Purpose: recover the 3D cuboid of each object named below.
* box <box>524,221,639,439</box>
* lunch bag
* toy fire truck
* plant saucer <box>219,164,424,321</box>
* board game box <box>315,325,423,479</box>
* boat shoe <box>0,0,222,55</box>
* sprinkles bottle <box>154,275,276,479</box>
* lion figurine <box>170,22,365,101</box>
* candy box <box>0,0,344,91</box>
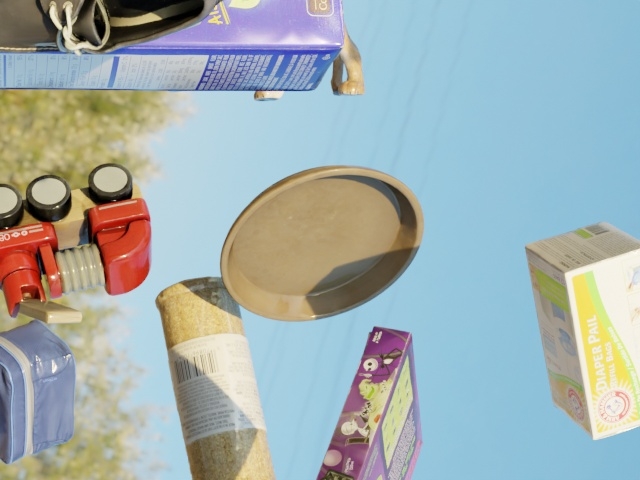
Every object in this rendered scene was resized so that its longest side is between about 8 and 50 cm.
[{"bbox_3d":[0.308,0.098,1.556,0.114,0.103,0.203,-135,-150,-68],"label":"box"},{"bbox_3d":[-0.225,0.115,1.039,0.067,0.065,0.098,30,-55,41],"label":"lunch bag"},{"bbox_3d":[-0.305,0.032,1.750,0.158,0.217,0.246,99,-26,-52],"label":"toy fire truck"},{"bbox_3d":[0.000,0.000,1.860,0.278,0.278,0.041,-57,-143,34],"label":"plant saucer"},{"bbox_3d":[0.030,0.280,1.387,0.208,0.056,0.346,76,28,-45],"label":"board game box"},{"bbox_3d":[-0.155,-0.158,0.939,0.206,0.075,0.065,-9,-141,18],"label":"boat shoe"},{"bbox_3d":[-0.138,0.231,1.943,0.121,0.121,0.355,-43,-125,55],"label":"sprinkles bottle"},{"bbox_3d":[-0.077,-0.289,1.637,0.142,0.392,0.240,-4,-92,28],"label":"lion figurine"},{"bbox_3d":[-0.155,-0.259,1.141,0.122,0.317,0.268,131,-44,-71],"label":"candy box"}]
